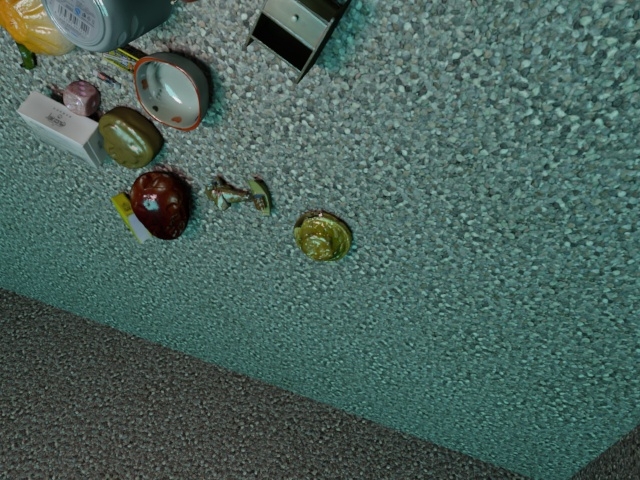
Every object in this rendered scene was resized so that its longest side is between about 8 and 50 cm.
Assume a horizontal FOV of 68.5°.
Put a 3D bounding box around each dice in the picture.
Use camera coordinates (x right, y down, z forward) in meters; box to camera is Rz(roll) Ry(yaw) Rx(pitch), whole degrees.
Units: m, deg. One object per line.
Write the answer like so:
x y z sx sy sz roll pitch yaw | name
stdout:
-0.869 -0.517 1.714 0.091 0.093 0.094 28 137 -1 | dice

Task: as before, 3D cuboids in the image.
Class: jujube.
-0.648 -0.136 1.918 0.223 0.223 0.318 18 146 10 | jujube

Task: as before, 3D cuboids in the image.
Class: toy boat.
-0.228 -0.163 1.768 0.065 0.066 0.172 6 134 27 | toy boat

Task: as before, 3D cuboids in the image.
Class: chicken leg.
-0.356 -0.172 1.819 0.196 0.080 0.125 23 126 3 | chicken leg

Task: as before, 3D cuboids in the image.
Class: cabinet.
-0.062 -0.561 1.217 0.175 0.148 0.215 34 137 -8 | cabinet

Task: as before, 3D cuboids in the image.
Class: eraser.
-0.755 -0.568 1.659 0.099 0.019 0.027 34 138 -7 | eraser
-0.824 -0.102 2.053 0.226 0.069 0.158 38 150 41 | eraser

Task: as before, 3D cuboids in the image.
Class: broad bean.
-1.053 -0.679 1.680 0.061 0.046 0.195 31 140 -9 | broad bean

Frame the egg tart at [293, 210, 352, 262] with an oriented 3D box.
0.000 0.000 1.793 0.241 0.106 0.241 12 132 14 | egg tart

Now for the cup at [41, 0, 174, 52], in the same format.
-0.540 -0.676 1.249 0.357 0.274 0.259 -11 127 36 | cup

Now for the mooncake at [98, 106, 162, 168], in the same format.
-0.712 -0.373 1.768 0.235 0.117 0.234 15 135 16 | mooncake

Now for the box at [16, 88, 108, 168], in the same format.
-0.975 -0.421 1.808 0.274 0.116 0.203 28 161 -1 | box

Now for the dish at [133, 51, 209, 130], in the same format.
-0.463 -0.491 1.515 0.256 0.117 0.256 15 137 14 | dish

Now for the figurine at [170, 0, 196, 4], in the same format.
-0.369 -0.674 1.269 0.098 0.154 0.082 -36 123 0 | figurine

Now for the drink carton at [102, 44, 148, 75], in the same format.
-0.631 -0.596 1.541 0.166 0.056 0.071 28 136 -1 | drink carton

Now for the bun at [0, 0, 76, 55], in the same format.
-0.918 -0.717 1.485 0.299 0.164 0.299 16 138 15 | bun
